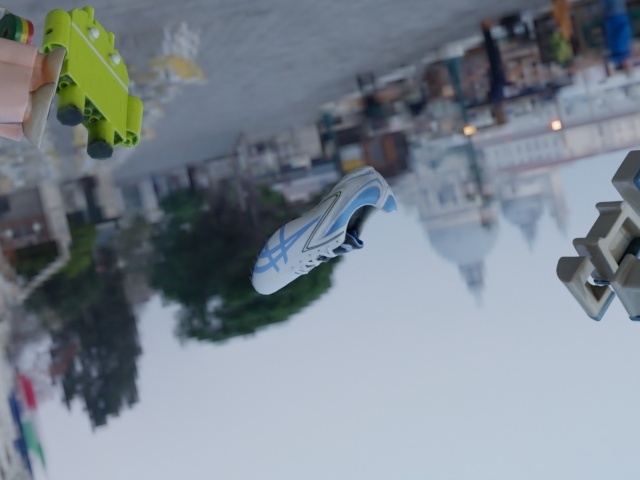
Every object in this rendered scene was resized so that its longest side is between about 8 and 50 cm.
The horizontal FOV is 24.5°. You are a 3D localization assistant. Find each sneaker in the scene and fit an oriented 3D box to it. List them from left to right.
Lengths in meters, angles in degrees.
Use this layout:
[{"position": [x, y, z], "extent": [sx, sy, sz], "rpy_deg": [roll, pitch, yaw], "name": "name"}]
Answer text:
[{"position": [0.000, 0.000, 1.952], "extent": [0.237, 0.086, 0.085], "rpy_deg": [-41, 156, 19], "name": "sneaker"}]

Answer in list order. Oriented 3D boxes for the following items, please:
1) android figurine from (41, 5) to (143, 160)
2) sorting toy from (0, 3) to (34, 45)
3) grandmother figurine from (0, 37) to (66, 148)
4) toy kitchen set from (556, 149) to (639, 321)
[{"position": [-0.364, -0.261, 2.341], "extent": [0.056, 0.248, 0.273], "rpy_deg": [-21, -137, 18], "name": "android figurine"}, {"position": [-0.419, -0.234, 1.740], "extent": [0.046, 0.132, 0.274], "rpy_deg": [15, -166, -44], "name": "sorting toy"}, {"position": [-0.443, -0.185, 1.504], "extent": [0.342, 0.104, 0.208], "rpy_deg": [15, -143, -10], "name": "grandmother figurine"}, {"position": [0.385, 0.011, 1.617], "extent": [0.166, 0.122, 0.207], "rpy_deg": [0, -133, 54], "name": "toy kitchen set"}]
